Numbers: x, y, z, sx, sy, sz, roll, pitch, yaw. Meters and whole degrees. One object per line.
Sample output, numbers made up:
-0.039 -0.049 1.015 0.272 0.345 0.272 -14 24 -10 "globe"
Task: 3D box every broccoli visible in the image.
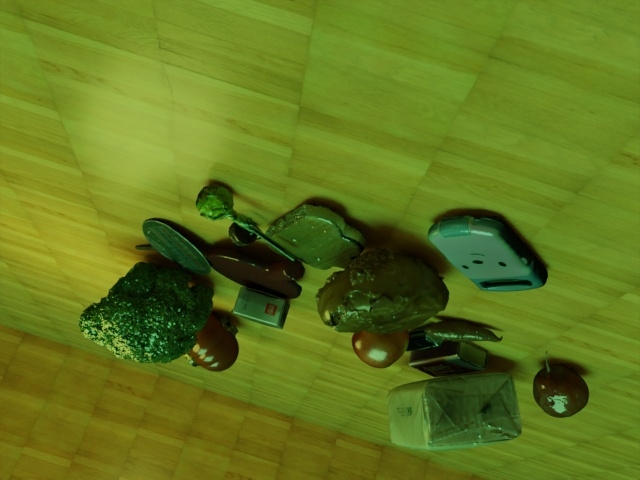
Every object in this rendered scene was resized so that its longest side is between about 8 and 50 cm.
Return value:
-0.497 0.211 2.042 0.413 0.310 0.321 -9 -176 -24 "broccoli"

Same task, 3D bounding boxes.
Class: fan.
-0.404 0.035 1.921 0.223 0.012 0.294 34 153 -7 "fan"

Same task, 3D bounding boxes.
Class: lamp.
-0.379 0.347 2.378 0.223 0.196 0.223 50 175 6 "lamp"

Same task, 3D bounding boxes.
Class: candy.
-0.162 -0.033 1.553 0.262 0.073 0.077 36 129 -11 "candy"

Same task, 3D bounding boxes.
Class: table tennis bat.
-0.156 0.088 1.815 0.268 0.051 0.414 30 162 -21 "table tennis bat"

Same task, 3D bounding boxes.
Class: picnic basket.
-0.174 -0.023 1.634 0.072 0.072 0.083 33 152 -29 "picnic basket"

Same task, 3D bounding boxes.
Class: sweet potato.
0.378 0.242 1.836 0.206 0.060 0.068 8 -169 17 "sweet potato"

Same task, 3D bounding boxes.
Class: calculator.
0.345 0.031 1.424 0.173 0.051 0.293 -8 145 41 "calculator"

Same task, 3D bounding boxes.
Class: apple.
0.166 0.276 1.927 0.139 0.163 0.163 37 153 -2 "apple"

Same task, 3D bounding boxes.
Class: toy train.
0.271 0.286 2.007 0.055 0.048 0.252 34 158 -11 "toy train"

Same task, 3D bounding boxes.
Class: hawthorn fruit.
0.642 0.407 1.899 0.189 0.149 0.149 29 153 -26 "hawthorn fruit"

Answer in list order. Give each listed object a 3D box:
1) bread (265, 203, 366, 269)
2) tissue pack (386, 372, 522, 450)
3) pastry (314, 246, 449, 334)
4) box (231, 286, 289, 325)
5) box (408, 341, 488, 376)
0.000 0.000 1.576 0.207 0.056 0.286 30 156 -23 "bread"
0.390 0.517 2.095 0.297 0.207 0.380 -4 166 -10 "tissue pack"
0.136 0.113 1.551 0.255 0.162 0.311 -26 157 35 "pastry"
-0.168 0.197 1.995 0.135 0.079 0.269 16 171 2 "box"
0.375 0.349 2.038 0.120 0.069 0.224 27 153 -21 "box"
